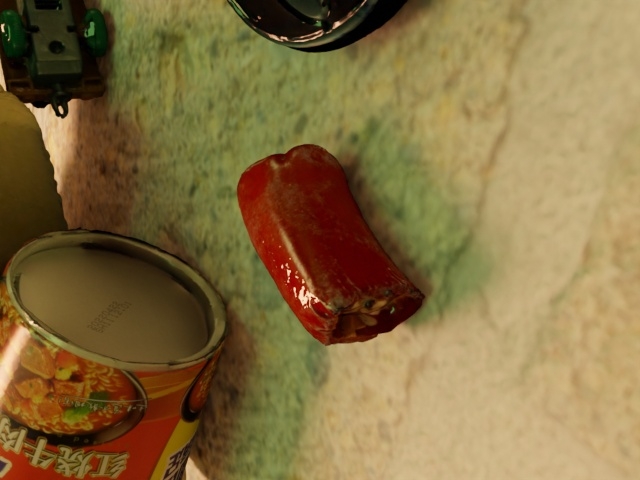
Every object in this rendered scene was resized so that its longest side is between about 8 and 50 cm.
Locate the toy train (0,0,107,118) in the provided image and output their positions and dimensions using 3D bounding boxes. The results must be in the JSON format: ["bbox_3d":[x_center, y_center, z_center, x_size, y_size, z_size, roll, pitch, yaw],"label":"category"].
[{"bbox_3d":[-0.275,-0.218,0.734,0.136,0.091,0.227,-28,74,61],"label":"toy train"}]

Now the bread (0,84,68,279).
[{"bbox_3d":[-0.378,0.022,0.631,0.242,0.405,0.345,29,125,34],"label":"bread"}]

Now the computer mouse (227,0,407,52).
[{"bbox_3d":[-0.016,-0.220,0.397,0.137,0.096,0.233,-20,78,50],"label":"computer mouse"}]

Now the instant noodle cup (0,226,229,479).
[{"bbox_3d":[-0.176,0.105,0.571,0.213,0.213,0.174,45,120,38],"label":"instant noodle cup"}]

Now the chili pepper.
[{"bbox_3d":[0.000,0.000,0.432,0.070,0.073,0.123,82,162,-59],"label":"chili pepper"}]
